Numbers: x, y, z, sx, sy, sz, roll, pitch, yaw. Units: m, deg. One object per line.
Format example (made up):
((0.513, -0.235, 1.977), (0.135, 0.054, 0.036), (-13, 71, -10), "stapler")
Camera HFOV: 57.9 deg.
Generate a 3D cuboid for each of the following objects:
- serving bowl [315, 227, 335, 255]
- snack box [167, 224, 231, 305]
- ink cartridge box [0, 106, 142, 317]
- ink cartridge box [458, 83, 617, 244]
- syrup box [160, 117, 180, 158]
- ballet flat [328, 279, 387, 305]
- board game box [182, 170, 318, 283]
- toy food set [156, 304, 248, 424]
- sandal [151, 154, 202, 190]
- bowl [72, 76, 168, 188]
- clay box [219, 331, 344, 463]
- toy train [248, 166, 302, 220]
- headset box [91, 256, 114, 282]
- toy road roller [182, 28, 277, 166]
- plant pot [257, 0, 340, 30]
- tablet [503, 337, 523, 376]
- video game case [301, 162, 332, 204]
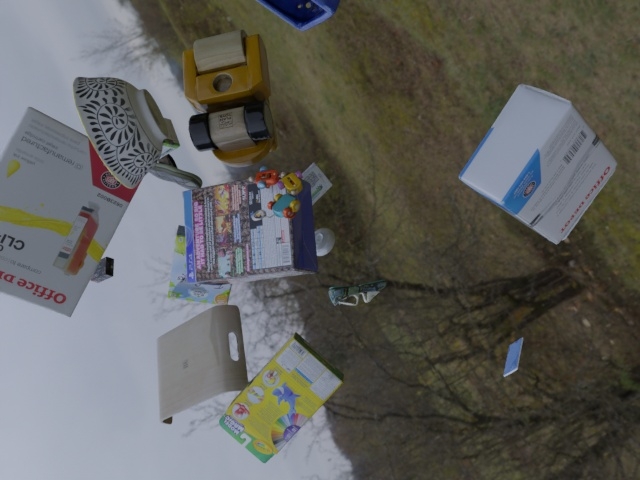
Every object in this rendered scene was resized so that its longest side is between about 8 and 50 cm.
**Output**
((0.000, 0.000, 1.623), (0.027, 0.083, 0.083), (35, -162, -47), "serving bowl")
((-0.330, 0.074, 1.635), (0.070, 0.175, 0.207), (-104, 25, -62), "snack box")
((-0.610, -0.058, 1.293), (0.279, 0.384, 0.160), (29, 174, -30), "ink cartridge box")
((0.287, -0.092, 0.752), (0.191, 0.139, 0.082), (22, -166, -47), "ink cartridge box")
((-0.520, -0.304, 1.640), (0.237, 0.093, 0.096), (-2, -112, -64), "syrup box")
((0.117, 0.162, 1.749), (0.070, 0.189, 0.070), (172, 90, -76), "ballet flat")
((-0.173, -0.020, 1.415), (0.141, 0.291, 0.232), (17, -113, -67), "board game box")
((-0.304, 0.316, 1.461), (0.092, 0.306, 0.219), (23, -134, -45), "toy food set")
((-0.523, -0.257, 1.969), (0.303, 0.086, 0.120), (22, 168, 13), "sandal")
((-0.271, -0.167, 0.829), (0.170, 0.080, 0.170), (-22, -90, -88), "bowl")
((-0.075, 0.298, 1.094), (0.127, 0.222, 0.053), (42, -174, -1), "clay box")
((-0.096, -0.097, 1.270), (0.046, 0.125, 0.166), (68, -164, -47), "toy train")
((-0.698, 0.095, 1.846), (0.032, 0.083, 0.062), (30, -133, -52), "headset box")
((-0.219, -0.353, 1.519), (0.240, 0.203, 0.329), (48, -146, -73), "toy road roller")
((-0.055, -0.706, 1.481), (0.236, 0.212, 0.236), (28, 176, -23), "plant pot")
((0.426, 0.257, 1.274), (0.006, 0.083, 0.054), (28, 143, -2), "tablet")
((-0.045, -0.150, 1.783), (0.019, 0.157, 0.143), (46, -179, 29), "video game case")
